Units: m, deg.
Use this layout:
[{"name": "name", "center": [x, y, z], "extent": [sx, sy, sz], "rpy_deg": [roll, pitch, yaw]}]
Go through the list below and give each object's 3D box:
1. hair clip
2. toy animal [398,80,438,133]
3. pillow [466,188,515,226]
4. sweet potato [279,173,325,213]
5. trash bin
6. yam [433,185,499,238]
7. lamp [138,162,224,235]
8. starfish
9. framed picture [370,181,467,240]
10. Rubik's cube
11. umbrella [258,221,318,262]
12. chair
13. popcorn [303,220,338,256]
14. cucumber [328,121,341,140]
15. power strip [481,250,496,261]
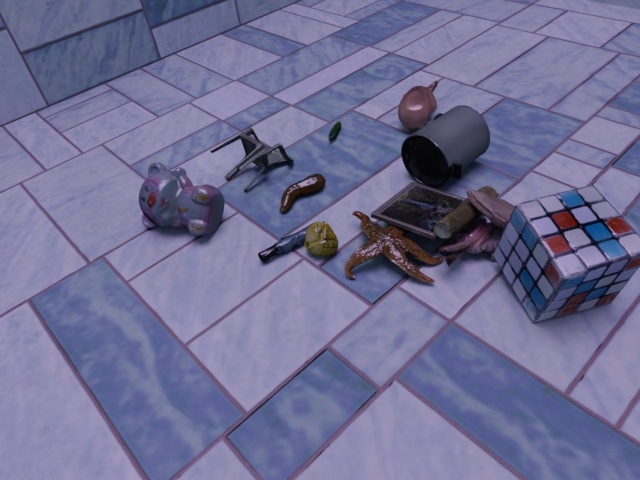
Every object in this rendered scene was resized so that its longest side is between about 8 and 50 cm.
[{"name": "hair clip", "center": [0.465, 0.008, 1.557], "extent": [0.173, 0.069, 0.300], "rpy_deg": [16, 30, 43]}, {"name": "toy animal", "center": [0.419, -0.586, 2.160], "extent": [0.166, 0.154, 0.250], "rpy_deg": [2, 41, 22]}, {"name": "pillow", "center": [0.608, -0.081, 1.590], "extent": [0.270, 0.067, 0.173], "rpy_deg": [15, 29, -24]}, {"name": "sweet potato", "center": [-0.078, -0.188, 1.887], "extent": [0.233, 0.062, 0.081], "rpy_deg": [-36, 51, -22]}, {"name": "trash bin", "center": [0.470, -0.351, 1.858], "extent": [0.262, 0.217, 0.277], "rpy_deg": [-35, 51, -25]}, {"name": "yam", "center": [0.483, -0.095, 1.634], "extent": [0.083, 0.083, 0.371], "rpy_deg": [26, 38, 31]}, {"name": "lamp", "center": [-0.504, -0.146, 1.821], "extent": [0.301, 0.247, 0.247], "rpy_deg": [14, 17, 13]}, {"name": "starfish", "center": [0.216, 0.017, 1.603], "extent": [0.327, 0.094, 0.375], "rpy_deg": [-20, 49, -15]}, {"name": "framed picture", "center": [0.352, -0.111, 1.710], "extent": [0.240, 0.020, 0.324], "rpy_deg": [23, 38, 28]}, {"name": "Rubik's cube", "center": [0.673, 0.039, 1.370], "extent": [0.253, 0.259, 0.256], "rpy_deg": [-13, 53, -9]}, {"name": "umbrella", "center": [-0.100, 0.002, 1.693], "extent": [0.250, 0.052, 0.053], "rpy_deg": [-26, 44, -19]}, {"name": "chair", "center": [-0.260, -0.339, 2.003], "extent": [0.275, 0.190, 0.203], "rpy_deg": [-40, 53, -20]}, {"name": "popcorn", "center": [0.000, 0.000, 1.652], "extent": [0.106, 0.121, 0.116], "rpy_deg": [-43, 12, 16]}, {"name": "cucumber", "center": [0.060, -0.477, 2.185], "extent": [0.037, 0.037, 0.155], "rpy_deg": [8, 44, 17]}, {"name": "power strip", "center": [0.603, 0.043, 1.559], "extent": [0.191, 0.030, 0.047], "rpy_deg": [1, 43, 9]}]
